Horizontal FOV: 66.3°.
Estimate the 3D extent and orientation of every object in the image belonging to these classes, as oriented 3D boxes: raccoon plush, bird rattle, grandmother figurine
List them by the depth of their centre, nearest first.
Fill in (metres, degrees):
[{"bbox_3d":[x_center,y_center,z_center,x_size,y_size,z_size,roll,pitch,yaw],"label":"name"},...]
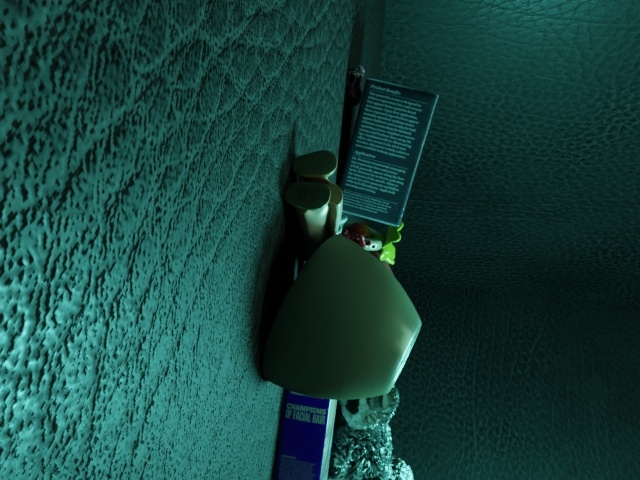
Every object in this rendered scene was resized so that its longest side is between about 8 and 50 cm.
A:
[{"bbox_3d":[0.000,0.000,0.928,0.342,0.104,0.208,80,28,-58],"label":"grandmother figurine"},{"bbox_3d":[0.172,0.489,1.325,0.299,0.446,0.216,-46,-140,14],"label":"raccoon plush"},{"bbox_3d":[0.129,0.002,1.559,0.207,0.253,0.143,37,-53,54],"label":"bird rattle"}]

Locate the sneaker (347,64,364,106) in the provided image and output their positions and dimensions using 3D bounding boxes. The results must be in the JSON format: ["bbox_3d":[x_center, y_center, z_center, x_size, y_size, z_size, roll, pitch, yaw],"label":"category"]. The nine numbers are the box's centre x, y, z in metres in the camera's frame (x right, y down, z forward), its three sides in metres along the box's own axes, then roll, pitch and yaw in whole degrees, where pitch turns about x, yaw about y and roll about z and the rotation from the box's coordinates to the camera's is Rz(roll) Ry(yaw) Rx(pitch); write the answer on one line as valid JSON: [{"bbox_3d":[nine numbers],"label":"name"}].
[{"bbox_3d":[0.094,-0.445,1.421,0.057,0.047,0.119,-41,142,-45],"label":"sneaker"}]

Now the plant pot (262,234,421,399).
[{"bbox_3d":[0.059,0.156,0.839,0.284,0.191,0.284,-55,161,-30],"label":"plant pot"}]

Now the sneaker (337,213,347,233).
[{"bbox_3d":[0.023,-0.028,1.260,0.166,0.065,0.076,-56,169,-66],"label":"sneaker"}]

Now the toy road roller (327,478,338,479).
[{"bbox_3d":[0.032,0.629,1.575,0.329,0.240,0.202,-41,-159,36],"label":"toy road roller"}]

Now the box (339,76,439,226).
[{"bbox_3d":[0.203,-0.282,1.534,0.293,0.212,0.395,-56,161,-73],"label":"box"}]

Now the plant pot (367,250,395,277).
[{"bbox_3d":[0.140,0.172,1.594,0.243,0.275,0.275,-88,179,-53],"label":"plant pot"}]

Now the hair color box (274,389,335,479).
[{"bbox_3d":[-0.028,0.442,1.109,0.185,0.110,0.338,12,84,-81],"label":"hair color box"}]
